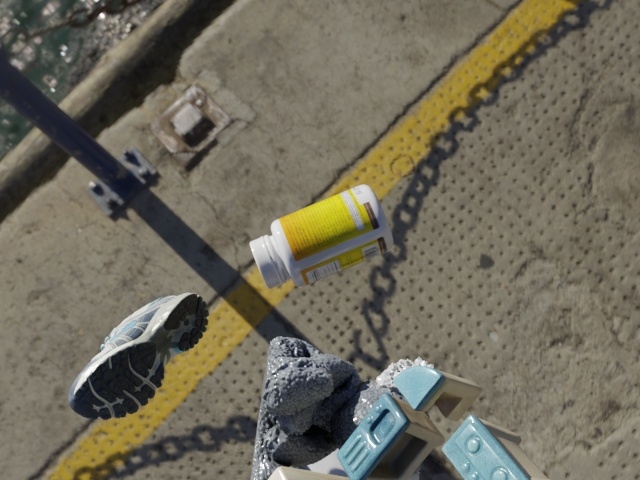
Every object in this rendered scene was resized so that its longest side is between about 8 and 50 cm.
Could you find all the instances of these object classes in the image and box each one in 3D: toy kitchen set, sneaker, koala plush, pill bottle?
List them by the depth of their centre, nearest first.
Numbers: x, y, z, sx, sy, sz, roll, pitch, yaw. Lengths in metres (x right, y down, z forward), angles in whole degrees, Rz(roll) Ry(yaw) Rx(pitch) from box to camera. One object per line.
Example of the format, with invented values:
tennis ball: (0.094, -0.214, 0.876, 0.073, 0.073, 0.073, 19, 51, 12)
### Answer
toy kitchen set: (0.067, 0.222, 0.655, 0.207, 0.122, 0.166, -55, 40, 14)
koala plush: (0.035, 0.216, 0.944, 0.221, 0.203, 0.196, 8, 105, -3)
pill bottle: (0.000, 0.000, 1.233, 0.215, 0.117, 0.117, -22, 63, -2)
sneaker: (-0.311, 0.191, 1.271, 0.122, 0.110, 0.283, 0, 29, 39)

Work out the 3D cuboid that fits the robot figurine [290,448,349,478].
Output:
robot figurine: (0.021, 0.480, 1.487, 0.199, 0.300, 0.353, -35, 56, 28)
